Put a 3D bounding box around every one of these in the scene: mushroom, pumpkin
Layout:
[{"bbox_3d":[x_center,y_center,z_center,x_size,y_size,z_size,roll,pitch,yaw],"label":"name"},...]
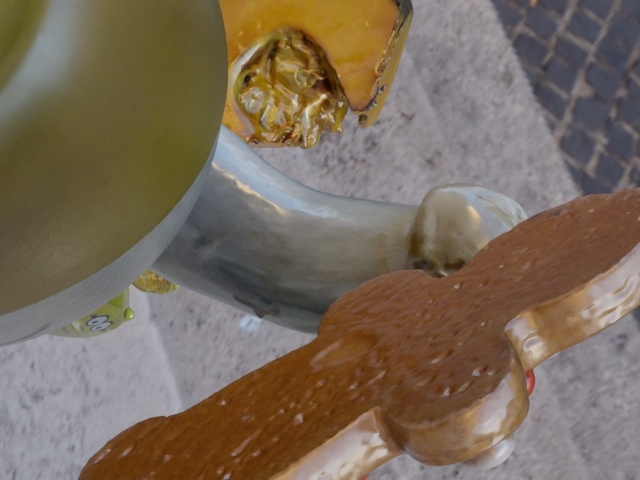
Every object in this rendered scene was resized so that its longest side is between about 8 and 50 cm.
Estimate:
[{"bbox_3d":[0.001,0.000,1.090,0.397,0.177,0.126,19,33,32],"label":"mushroom"},{"bbox_3d":[-0.032,-0.244,1.637,0.303,0.225,0.256,-7,86,7],"label":"pumpkin"}]

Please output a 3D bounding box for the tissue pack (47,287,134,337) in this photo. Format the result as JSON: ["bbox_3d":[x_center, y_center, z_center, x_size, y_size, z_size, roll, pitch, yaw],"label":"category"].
[{"bbox_3d":[-0.294,0.048,1.565,0.127,0.178,0.123,-2,71,-1],"label":"tissue pack"}]

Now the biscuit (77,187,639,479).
[{"bbox_3d":[0.033,0.072,0.623,0.324,0.205,0.049,-33,106,-8],"label":"biscuit"}]

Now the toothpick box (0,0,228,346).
[{"bbox_3d":[-0.275,-0.132,0.851,0.409,0.425,0.409,-1,83,10],"label":"toothpick box"}]

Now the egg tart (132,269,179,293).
[{"bbox_3d":[-0.185,0.010,1.489,0.105,0.039,0.105,1,95,15],"label":"egg tart"}]
